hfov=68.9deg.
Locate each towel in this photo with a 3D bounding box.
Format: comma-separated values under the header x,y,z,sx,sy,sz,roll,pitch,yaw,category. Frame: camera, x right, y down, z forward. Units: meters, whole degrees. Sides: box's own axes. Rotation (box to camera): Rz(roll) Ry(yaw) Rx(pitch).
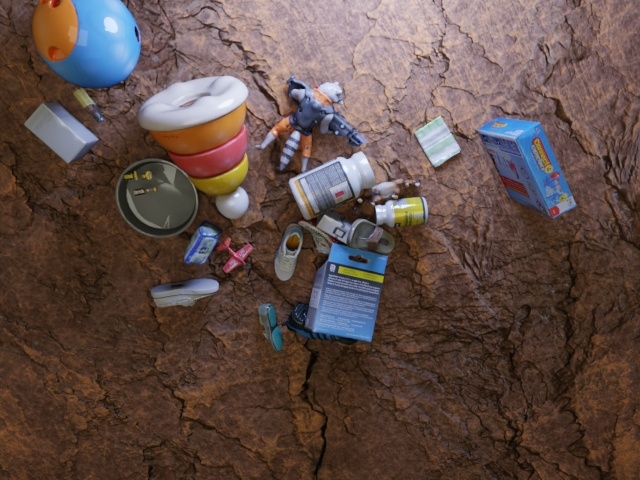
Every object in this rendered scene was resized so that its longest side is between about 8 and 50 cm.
x,y,z,sx,sy,sz,roll,pitch,yaw,category
0.421,-0.353,1.673,0.113,0.023,0.152,-33,106,8,towel

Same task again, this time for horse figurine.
x,y,z,sx,sy,sz,roll,pitch,yaw,category
0.227,-0.170,1.672,0.264,0.174,0.066,-19,104,17,horse figurine

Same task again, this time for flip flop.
x,y,z,sx,sy,sz,roll,pitch,yaw,category
0.195,-0.003,1.682,0.277,0.080,0.112,18,91,-46,flip flop

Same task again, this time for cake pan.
x,y,z,sx,sy,sz,roll,pitch,yaw,category
-0.585,-0.155,1.693,0.294,0.054,0.292,-1,109,-2,cake pan

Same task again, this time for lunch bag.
x,y,z,sx,sy,sz,roll,pitch,yaw,category
-0.434,0.011,1.698,0.096,0.151,0.128,32,104,-2,lunch bag

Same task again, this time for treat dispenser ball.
x,y,z,sx,sy,sz,roll,pitch,yaw,category
-0.686,-0.599,1.379,0.289,0.288,0.287,-1,109,-2,treat dispenser ball

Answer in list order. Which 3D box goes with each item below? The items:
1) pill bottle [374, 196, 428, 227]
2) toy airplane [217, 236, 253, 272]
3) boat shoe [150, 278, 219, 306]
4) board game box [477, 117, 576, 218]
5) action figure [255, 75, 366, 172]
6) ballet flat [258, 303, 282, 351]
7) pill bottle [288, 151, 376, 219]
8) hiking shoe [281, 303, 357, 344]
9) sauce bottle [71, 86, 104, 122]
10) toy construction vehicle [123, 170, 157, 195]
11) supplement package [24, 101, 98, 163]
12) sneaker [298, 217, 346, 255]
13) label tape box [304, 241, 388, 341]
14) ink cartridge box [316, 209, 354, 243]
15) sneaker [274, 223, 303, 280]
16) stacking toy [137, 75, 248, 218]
x,y,z,sx,sy,sz,roll,pitch,yaw,category
0.293,-0.102,1.711,0.184,0.103,0.103,-6,109,1,pill bottle
-0.334,0.051,1.783,0.151,0.028,0.151,-1,107,-3,toy airplane
-0.517,0.212,1.799,0.268,0.096,0.088,-9,113,2,boat shoe
0.682,-0.253,1.565,0.086,0.308,0.301,-31,107,7,board game box
-0.014,-0.374,1.577,0.342,0.178,0.330,31,115,-8,action figure
-0.204,0.349,1.878,0.068,0.072,0.213,-1,110,28,ballet flat
0.041,-0.195,1.637,0.279,0.162,0.162,-24,108,1,pill bottle
0.006,0.346,1.871,0.304,0.113,0.132,26,136,-16,hiking shoe
-0.790,-0.461,1.590,0.042,0.042,0.128,-31,109,8,sauce bottle
-0.628,-0.202,1.633,0.098,0.035,0.085,-12,97,0,toy construction vehicle
-0.875,-0.367,1.585,0.105,0.105,0.179,-42,104,11,supplement package
0.000,0.000,1.746,0.225,0.088,0.093,42,104,-14,sneaker
0.099,0.195,1.766,0.241,0.106,0.333,14,84,-19,label tape box
0.077,-0.048,1.721,0.180,0.104,0.060,29,111,-11,ink cartridge box
-0.123,0.053,1.757,0.088,0.092,0.228,11,109,-7,sneaker
-0.363,-0.275,1.574,0.351,0.350,0.479,-11,127,2,stacking toy
